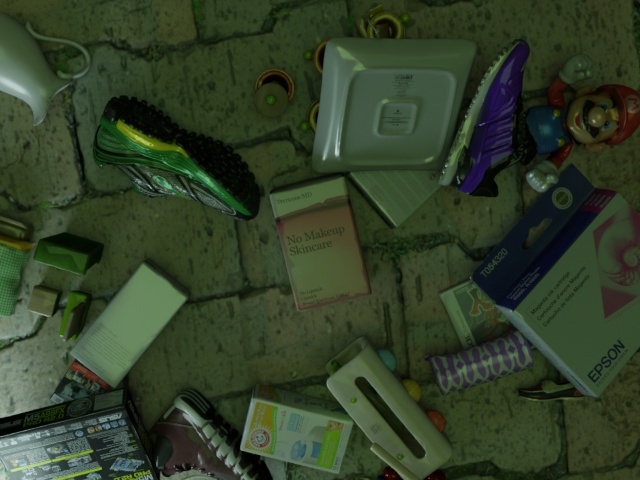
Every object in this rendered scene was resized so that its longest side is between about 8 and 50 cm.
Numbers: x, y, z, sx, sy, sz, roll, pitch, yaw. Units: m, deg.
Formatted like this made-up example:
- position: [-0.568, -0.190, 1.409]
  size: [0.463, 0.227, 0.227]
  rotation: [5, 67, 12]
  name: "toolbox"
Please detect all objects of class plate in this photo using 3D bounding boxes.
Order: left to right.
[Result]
- position: [0.133, -0.231, 1.612]
  size: [0.277, 0.045, 0.278]
  rotation: [-2, 128, -12]
  name: "plate"

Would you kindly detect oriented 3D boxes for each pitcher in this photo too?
- position: [-0.550, -0.345, 1.661]
  size: [0.207, 0.125, 0.178]
  rotation: [43, 74, -16]
  name: "pitcher"

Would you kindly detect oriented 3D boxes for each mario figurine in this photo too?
- position: [0.440, -0.218, 1.658]
  size: [0.320, 0.170, 0.198]
  rotation: [-13, 132, 8]
  name: "mario figurine"

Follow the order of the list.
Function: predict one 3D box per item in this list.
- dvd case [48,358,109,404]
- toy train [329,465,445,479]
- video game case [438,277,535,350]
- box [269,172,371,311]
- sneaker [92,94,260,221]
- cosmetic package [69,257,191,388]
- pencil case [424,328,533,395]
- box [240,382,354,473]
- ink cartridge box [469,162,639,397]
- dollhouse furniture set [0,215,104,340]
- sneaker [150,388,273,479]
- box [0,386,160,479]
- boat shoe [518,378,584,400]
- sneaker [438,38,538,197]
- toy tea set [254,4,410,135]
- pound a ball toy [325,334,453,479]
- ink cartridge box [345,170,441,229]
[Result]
- position: [-0.477, 0.294, 1.790]
  size: [0.087, 0.013, 0.119]
  rotation: [33, 94, -5]
  name: "dvd case"
- position: [0.141, 0.520, 1.767]
  size: [0.247, 0.143, 0.105]
  rotation: [5, 97, -2]
  name: "toy train"
- position: [0.363, 0.146, 1.782]
  size: [0.201, 0.023, 0.184]
  rotation: [-25, 98, 2]
  name: "video game case"
- position: [0.000, 0.000, 1.703]
  size: [0.148, 0.127, 0.233]
  rotation: [-14, 98, 1]
  name: "box"
- position: [-0.269, -0.134, 1.697]
  size: [0.343, 0.134, 0.146]
  rotation: [31, 121, -9]
  name: "sneaker"
- position: [-0.367, 0.159, 1.735]
  size: [0.117, 0.085, 0.231]
  rotation: [40, 90, -5]
  name: "cosmetic package"
- position: [0.314, 0.234, 1.742]
  size: [0.206, 0.086, 0.088]
  rotation: [-18, 63, 0]
  name: "pencil case"
- position: [-0.048, 0.370, 1.763]
  size: [0.203, 0.103, 0.114]
  rotation: [15, 97, -3]
  name: "box"
- position: [0.508, 0.072, 1.711]
  size: [0.330, 0.071, 0.324]
  rotation: [45, 78, -7]
  name: "ink cartridge box"
- position: [-0.589, 0.065, 1.687]
  size: [0.301, 0.151, 0.198]
  rotation: [17, 97, -3]
  name: "dollhouse furniture set"
- position: [-0.228, 0.446, 1.781]
  size: [0.162, 0.106, 0.281]
  rotation: [-42, 86, 9]
  name: "sneaker"
- position: [-0.474, 0.413, 1.742]
  size: [0.269, 0.060, 0.216]
  rotation: [-14, 123, 1]
  name: "box"
- position: [0.464, 0.299, 1.792]
  size: [0.136, 0.049, 0.043]
  rotation: [-1, 94, -3]
  name: "boat shoe"
- position: [0.333, -0.209, 1.606]
  size: [0.146, 0.102, 0.294]
  rotation: [24, 109, 4]
  name: "sneaker"
- position: [0.043, -0.295, 1.666]
  size: [0.335, 0.124, 0.200]
  rotation: [-26, 97, 2]
  name: "toy tea set"
- position: [0.155, 0.347, 1.712]
  size: [0.135, 0.208, 0.319]
  rotation: [-39, 96, 4]
  name: "pound a ball toy"
- position: [0.159, -0.134, 1.743]
  size: [0.179, 0.045, 0.145]
  rotation: [-43, 96, -14]
  name: "ink cartridge box"
